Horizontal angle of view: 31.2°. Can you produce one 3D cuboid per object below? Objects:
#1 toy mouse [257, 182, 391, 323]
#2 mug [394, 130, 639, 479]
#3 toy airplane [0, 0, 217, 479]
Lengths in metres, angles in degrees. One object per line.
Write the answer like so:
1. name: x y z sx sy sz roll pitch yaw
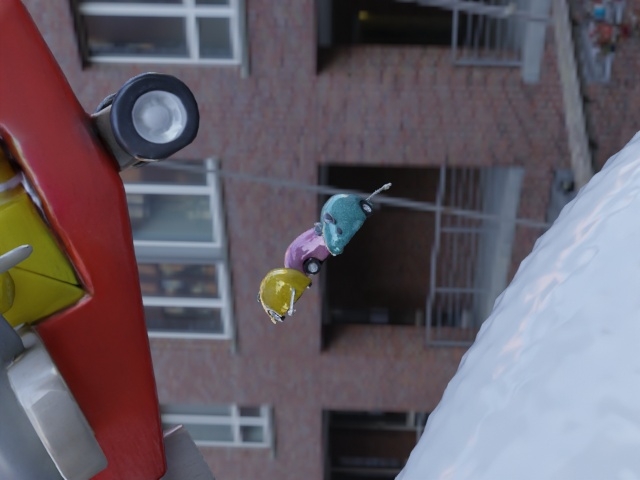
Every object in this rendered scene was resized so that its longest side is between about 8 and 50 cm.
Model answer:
1. toy mouse: 0.000 0.000 0.869 0.143 0.031 0.161 -51 2 -13
2. mug: 0.243 0.105 0.513 0.328 0.374 0.276 -60 -38 -9
3. toy airplane: -0.209 0.082 0.790 0.386 0.272 0.384 101 154 -46
